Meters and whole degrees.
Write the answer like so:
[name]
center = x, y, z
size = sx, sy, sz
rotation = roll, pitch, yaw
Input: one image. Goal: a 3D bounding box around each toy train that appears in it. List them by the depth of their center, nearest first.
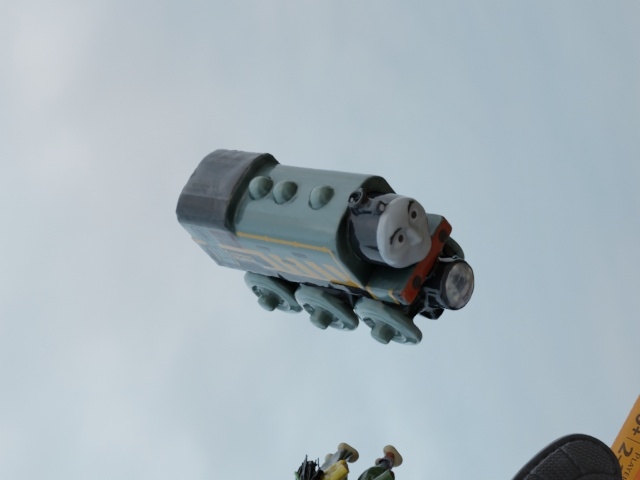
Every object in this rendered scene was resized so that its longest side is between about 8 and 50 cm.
[toy train]
center = 0.000, 0.000, 1.275
size = 0.190, 0.334, 0.142
rotation = 47, -114, -39

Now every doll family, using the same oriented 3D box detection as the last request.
[doll family]
center = -0.012, 0.248, 1.118
size = 0.076, 0.193, 0.111
rotation = 42, -152, 3

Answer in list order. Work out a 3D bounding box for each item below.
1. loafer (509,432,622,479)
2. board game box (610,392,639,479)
[loafer]
center = 0.174, 0.311, 1.104
size = 0.303, 0.109, 0.095
rotation = -58, -4, -25
[board game box]
center = 0.523, 0.370, 1.326
size = 0.356, 0.356, 0.356
rotation = 34, -97, -37
